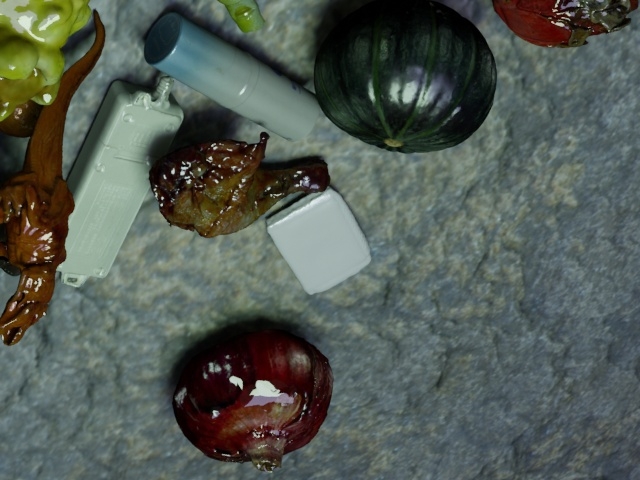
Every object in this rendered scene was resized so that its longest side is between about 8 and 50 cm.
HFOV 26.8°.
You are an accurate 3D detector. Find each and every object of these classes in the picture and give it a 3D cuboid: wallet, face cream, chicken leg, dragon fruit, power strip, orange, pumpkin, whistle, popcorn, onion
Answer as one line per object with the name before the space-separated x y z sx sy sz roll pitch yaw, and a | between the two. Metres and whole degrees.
wallet | 0.000 0.000 2.016 0.124 0.032 0.183 -32 136 1
face cream | -0.112 -0.210 1.750 0.250 0.077 0.077 25 113 -41
chicken leg | -0.115 -0.081 1.827 0.177 0.083 0.322 -37 156 16
dragon fruit | 0.354 -0.345 1.821 0.218 0.148 0.223 14 119 -33
power strip | -0.277 -0.083 1.788 0.098 0.058 0.338 12 121 -33
orange | -0.371 -0.168 1.662 0.083 0.070 0.083 -24 137 -24
pumpkin | 0.113 -0.221 1.779 0.250 0.216 0.250 2 149 1
whistle | -0.122 -0.337 1.663 0.104 0.057 0.198 -24 142 8
popcorn | -0.364 -0.253 1.491 0.256 0.255 0.195 -23 140 34
onion | -0.096 0.254 2.052 0.252 0.219 0.252 -9 136 -9

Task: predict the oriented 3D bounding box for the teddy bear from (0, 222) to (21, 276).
teddy bear | -0.480 0.035 1.722 0.267 0.156 0.256 -17 136 -55

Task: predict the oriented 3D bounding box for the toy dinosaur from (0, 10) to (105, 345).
toy dinosaur | -0.342 -0.062 1.597 0.208 0.097 0.432 -15 125 -70
